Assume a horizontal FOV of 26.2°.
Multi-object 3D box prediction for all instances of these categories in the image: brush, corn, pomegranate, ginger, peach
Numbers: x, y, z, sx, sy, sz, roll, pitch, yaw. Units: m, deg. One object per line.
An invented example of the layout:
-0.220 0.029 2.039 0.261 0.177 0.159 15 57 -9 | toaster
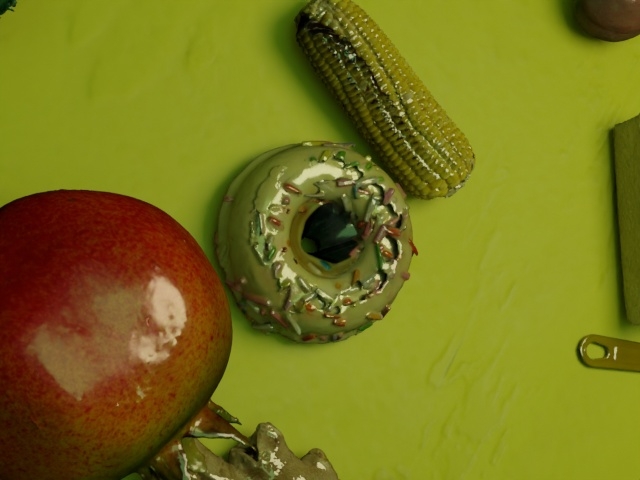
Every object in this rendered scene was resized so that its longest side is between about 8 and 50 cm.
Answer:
0.324 0.110 1.240 0.205 0.011 0.083 8 82 -16 | brush
0.053 -0.120 1.148 0.072 0.072 0.203 -40 96 -18 | corn
-0.161 0.086 0.980 0.221 0.221 0.256 -41 91 -18 | pomegranate
-0.012 0.196 1.094 0.288 0.075 0.089 12 75 -12 | ginger
0.266 -0.217 1.221 0.083 0.083 0.083 2 83 -18 | peach

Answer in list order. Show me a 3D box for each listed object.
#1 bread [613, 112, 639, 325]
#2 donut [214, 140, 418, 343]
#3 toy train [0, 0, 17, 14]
0.332 -0.016 1.225 0.125 0.068 0.188 0 84 -18 | bread
0.000 0.000 1.117 0.175 0.068 0.174 2 82 -17 | donut
-0.276 -0.236 0.987 0.163 0.203 0.112 28 73 -22 | toy train
